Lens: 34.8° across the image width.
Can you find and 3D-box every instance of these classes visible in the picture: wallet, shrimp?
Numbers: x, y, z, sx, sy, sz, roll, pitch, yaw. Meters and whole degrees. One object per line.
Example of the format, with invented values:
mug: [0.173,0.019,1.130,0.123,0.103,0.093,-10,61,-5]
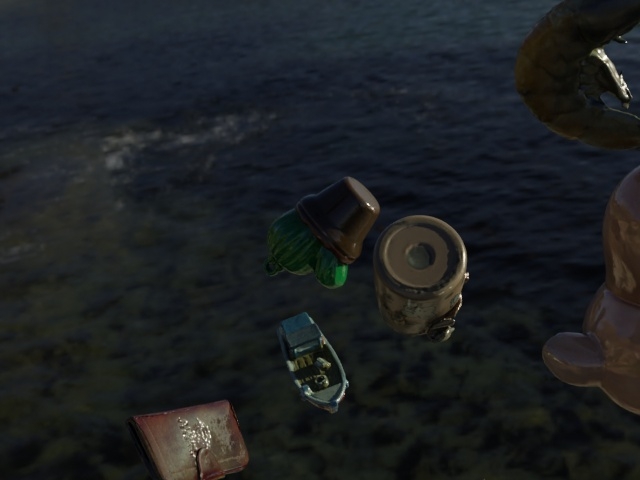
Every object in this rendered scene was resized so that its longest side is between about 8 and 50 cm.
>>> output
wallet: [-0.208,0.338,1.699,0.031,0.137,0.255,-35,-18,25]
shrimp: [0.273,-0.159,0.860,0.217,0.150,0.051,-32,12,28]

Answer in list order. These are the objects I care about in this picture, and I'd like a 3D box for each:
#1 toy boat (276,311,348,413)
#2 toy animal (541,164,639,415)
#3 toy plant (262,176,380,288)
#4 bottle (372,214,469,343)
toy boat: [-0.010,0.166,1.388,0.069,0.058,0.173,-21,49,-8]
toy animal: [0.418,0.061,1.219,0.237,0.326,0.269,13,52,29]
toy plant: [0.000,0.000,1.511,0.200,0.143,0.105,-45,-10,21]
bottle: [0.099,0.047,1.026,0.099,0.152,0.099,-1,62,2]
